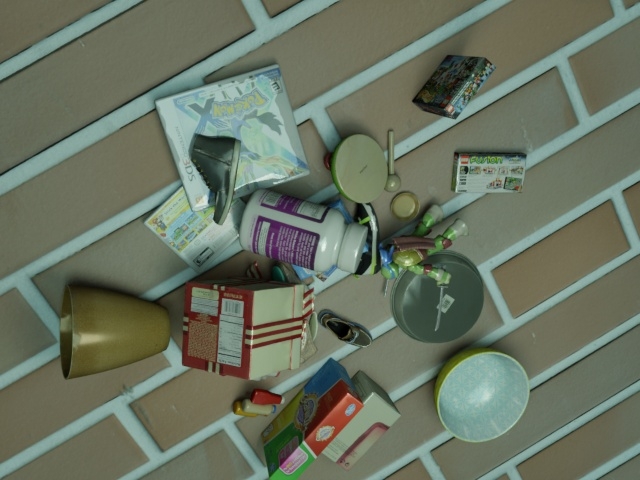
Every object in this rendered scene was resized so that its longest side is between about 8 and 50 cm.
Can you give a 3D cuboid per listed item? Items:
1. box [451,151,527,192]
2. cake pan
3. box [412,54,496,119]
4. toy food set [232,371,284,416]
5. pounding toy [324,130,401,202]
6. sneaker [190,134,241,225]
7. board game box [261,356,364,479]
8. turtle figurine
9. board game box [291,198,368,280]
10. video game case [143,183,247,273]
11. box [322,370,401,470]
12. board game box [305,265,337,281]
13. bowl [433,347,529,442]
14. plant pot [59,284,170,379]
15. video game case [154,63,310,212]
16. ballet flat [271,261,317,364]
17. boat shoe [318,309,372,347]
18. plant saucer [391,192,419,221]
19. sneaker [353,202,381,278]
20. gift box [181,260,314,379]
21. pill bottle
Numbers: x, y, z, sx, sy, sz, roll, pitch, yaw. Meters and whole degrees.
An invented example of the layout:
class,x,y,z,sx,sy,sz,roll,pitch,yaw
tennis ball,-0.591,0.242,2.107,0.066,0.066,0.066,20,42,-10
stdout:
class,x,y,z,sx,sy,sz,roll,pitch,yaw
box,0.478,-0.192,1.983,0.207,0.036,0.114,-1,105,-12
cake pan,0.353,0.175,2.051,0.293,0.054,0.293,-3,106,-12
box,0.336,-0.397,1.791,0.044,0.233,0.159,37,95,-20
toy food set,-0.155,0.413,1.984,0.105,0.111,0.232,16,101,-28
pounding toy,0.097,-0.193,1.883,0.237,0.110,0.182,-16,98,-38
sneaker,-0.273,-0.153,1.757,0.118,0.083,0.221,10,98,-6
board game box,-0.030,0.507,1.965,0.064,0.242,0.316,41,93,-17
turtle figurine,0.279,0.050,1.938,0.266,0.198,0.274,-43,112,-16
board game box,0.000,0.000,1.898,0.212,0.039,0.160,-25,110,18
video game case,-0.316,-0.056,1.860,0.227,0.026,0.206,-43,109,3
box,0.098,0.526,2.045,0.127,0.148,0.232,42,94,-19
board game box,0.001,0.055,1.891,0.090,0.020,0.090,37,115,-9
bowl,0.457,0.437,2.092,0.290,0.156,0.289,-3,106,-12
plant pot,-0.528,0.232,1.809,0.255,0.237,0.237,2,105,-28
video game case,-0.221,-0.263,1.798,0.329,0.036,0.299,-20,106,-11
ballet flat,-0.064,0.194,1.956,0.106,0.108,0.315,-18,115,-28
boat shoe,0.075,0.267,2.010,0.183,0.066,0.066,27,98,-18
plant saucer,0.237,-0.095,1.970,0.084,0.015,0.083,-3,107,-11
sneaker,0.109,-0.002,1.933,0.097,0.084,0.234,-10,107,-8
gift box,-0.178,0.197,1.796,0.255,0.258,0.276,10,94,30
pill bottle,-0.040,-0.016,1.778,0.302,0.169,0.169,17,102,9
